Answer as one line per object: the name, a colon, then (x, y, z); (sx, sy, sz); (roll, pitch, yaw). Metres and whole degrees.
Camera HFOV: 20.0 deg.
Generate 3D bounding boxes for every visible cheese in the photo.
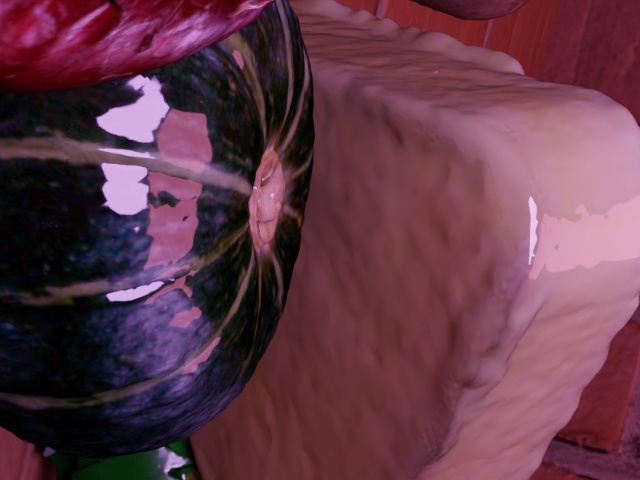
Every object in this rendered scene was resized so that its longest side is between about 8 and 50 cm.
cheese: (0.000, -0.001, 0.995); (0.104, 0.384, 0.384); (-9, 122, -31)

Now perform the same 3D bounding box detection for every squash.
squash: (-0.096, -0.029, 0.818); (0.252, 0.165, 0.252); (7, 90, -78)

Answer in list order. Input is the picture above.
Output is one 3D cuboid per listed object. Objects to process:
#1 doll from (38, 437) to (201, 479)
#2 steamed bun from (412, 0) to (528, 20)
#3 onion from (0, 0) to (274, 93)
doll: (-0.088, 0.156, 1.101); (0.106, 0.134, 0.186); (59, 11, -79)
steamed bun: (0.083, -0.300, 1.199); (0.199, 0.251, 0.301); (74, 35, -87)
onion: (-0.098, -0.199, 0.554); (0.314, 0.232, 0.314); (-19, 115, -49)
